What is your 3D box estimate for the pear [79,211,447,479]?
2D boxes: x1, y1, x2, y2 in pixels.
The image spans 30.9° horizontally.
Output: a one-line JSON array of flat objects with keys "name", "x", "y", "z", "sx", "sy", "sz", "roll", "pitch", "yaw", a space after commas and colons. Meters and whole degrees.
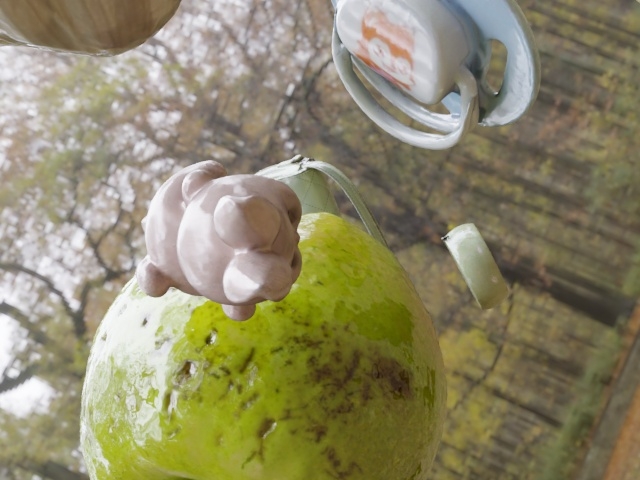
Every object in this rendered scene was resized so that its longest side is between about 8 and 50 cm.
[{"name": "pear", "x": -0.051, "y": 0.149, "z": 1.169, "sx": 0.391, "sy": 0.391, "sz": 0.391, "roll": -60, "pitch": -14, "yaw": -27}]

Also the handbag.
[{"name": "handbag", "x": 0.000, "y": 0.000, "z": 1.666, "sx": 0.079, "sy": 0.219, "sz": 0.256, "roll": -37, "pitch": -71, "yaw": -41}]

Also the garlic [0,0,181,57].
[{"name": "garlic", "x": -0.222, "y": -0.267, "z": 0.893, "sx": 0.322, "sy": 0.322, "sz": 0.241, "roll": -45, "pitch": -24, "yaw": -58}]

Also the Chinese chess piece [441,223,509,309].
[{"name": "Chinese chess piece", "x": 0.146, "y": 0.025, "z": 1.092, "sx": 0.034, "sy": 0.084, "sz": 0.084, "roll": -28, "pitch": -13, "yaw": 4}]

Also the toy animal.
[{"name": "toy animal", "x": -0.054, "y": 0.004, "z": 0.863, "sx": 0.212, "sy": 0.124, "sz": 0.124, "roll": 11, "pitch": 74, "yaw": 60}]

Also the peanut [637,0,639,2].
[{"name": "peanut", "x": 0.381, "y": -0.256, "z": 1.089, "sx": 0.313, "sy": 0.152, "sz": 0.152, "roll": 22, "pitch": -89, "yaw": -38}]

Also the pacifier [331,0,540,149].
[{"name": "pacifier", "x": 0.147, "y": -0.256, "z": 1.286, "sx": 0.233, "sy": 0.299, "sz": 0.244, "roll": -42, "pitch": -24, "yaw": -21}]
